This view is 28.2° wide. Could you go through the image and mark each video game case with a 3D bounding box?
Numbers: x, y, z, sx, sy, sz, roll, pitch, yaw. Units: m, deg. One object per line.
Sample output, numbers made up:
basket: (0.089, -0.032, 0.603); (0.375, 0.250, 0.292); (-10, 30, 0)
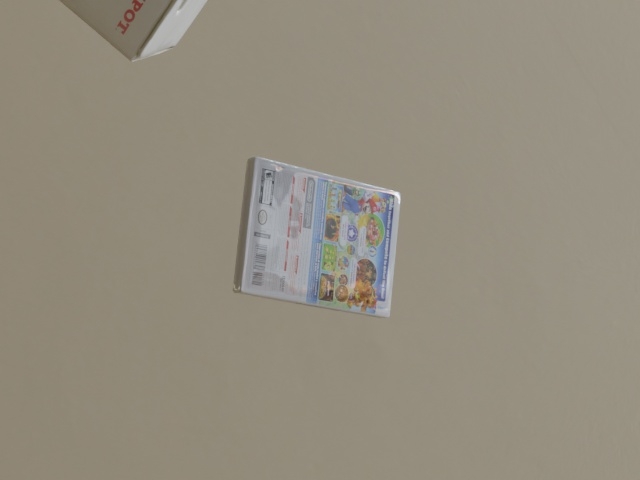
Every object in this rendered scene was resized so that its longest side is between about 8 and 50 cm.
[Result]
video game case: (0.000, 0.000, 0.831); (0.011, 0.122, 0.087); (-6, -105, 53)

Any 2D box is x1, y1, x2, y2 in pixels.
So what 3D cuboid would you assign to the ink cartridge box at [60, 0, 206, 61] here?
ink cartridge box: (-0.179, -0.278, 1.076); (0.212, 0.093, 0.154); (41, -65, 5)
